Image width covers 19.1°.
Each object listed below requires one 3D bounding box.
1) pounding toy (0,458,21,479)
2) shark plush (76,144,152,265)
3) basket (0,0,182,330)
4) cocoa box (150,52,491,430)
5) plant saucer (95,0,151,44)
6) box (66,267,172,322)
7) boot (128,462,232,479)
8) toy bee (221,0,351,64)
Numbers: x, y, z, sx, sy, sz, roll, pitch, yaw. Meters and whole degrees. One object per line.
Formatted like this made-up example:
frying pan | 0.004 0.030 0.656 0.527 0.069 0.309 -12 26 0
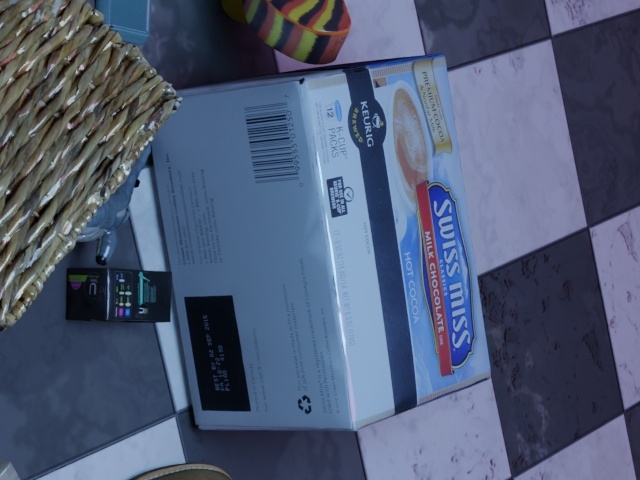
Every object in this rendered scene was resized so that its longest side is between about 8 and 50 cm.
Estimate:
pounding toy | -0.329 0.221 1.651 0.141 0.130 0.100 -50 134 -36
shark plush | -0.194 -0.041 1.827 0.073 0.067 0.161 38 43 12
basket | -0.310 -0.068 1.657 0.213 0.223 0.299 43 58 -16
cocoa box | 0.000 0.000 1.923 0.228 0.231 0.347 -15 98 -47
plant saucer | -0.192 -0.295 1.898 0.067 0.018 0.192 8 83 -46
box | -0.194 0.053 1.839 0.083 0.062 0.052 4 86 -46
boot | -0.168 0.292 1.815 0.305 0.115 0.112 -19 99 -47
toy bee | -0.067 -0.307 1.952 0.162 0.298 0.195 4 124 -17
